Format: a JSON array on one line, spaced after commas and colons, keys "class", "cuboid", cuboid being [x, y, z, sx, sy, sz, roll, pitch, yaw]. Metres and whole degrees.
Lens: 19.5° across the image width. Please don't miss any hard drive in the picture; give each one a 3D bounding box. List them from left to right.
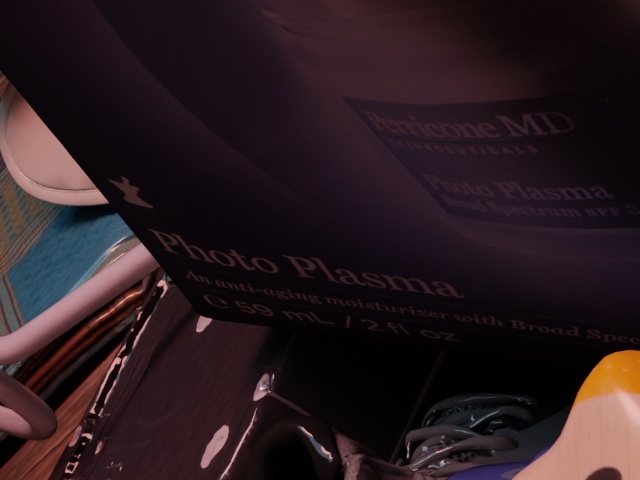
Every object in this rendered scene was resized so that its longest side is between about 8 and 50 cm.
[{"class": "hard drive", "cuboid": [0.000, 0.000, 0.786, 0.237, 0.064, 0.339, -23, 38, 63]}]

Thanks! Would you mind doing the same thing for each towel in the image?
[{"class": "towel", "cuboid": [-0.217, 0.042, 1.187, 0.271, 0.040, 0.370, -46, 22, 3]}]

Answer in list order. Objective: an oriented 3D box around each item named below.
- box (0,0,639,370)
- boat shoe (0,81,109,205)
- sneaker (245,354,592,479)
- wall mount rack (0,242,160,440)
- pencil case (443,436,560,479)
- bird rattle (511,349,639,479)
[{"class": "box", "cuboid": [0.053, -0.105, 0.512, 0.296, 0.294, 0.183, 5, 59, 30]}, {"class": "boat shoe", "cuboid": [-0.045, -0.111, 1.047, 0.319, 0.116, 0.099, -30, -7, 28]}, {"class": "sneaker", "cuboid": [0.039, 0.075, 0.594, 0.086, 0.132, 0.229, -31, 30, 33]}, {"class": "wall mount rack", "cuboid": [-0.193, -0.041, 0.764, 0.304, 0.350, 0.130, 2, 62, 46]}, {"class": "pencil case", "cuboid": [0.155, 0.070, 0.424, 0.306, 0.119, 0.133, -29, 37, 36]}, {"class": "bird rattle", "cuboid": [0.082, 0.136, 0.356, 0.207, 0.143, 0.254, 50, 129, 51]}]
